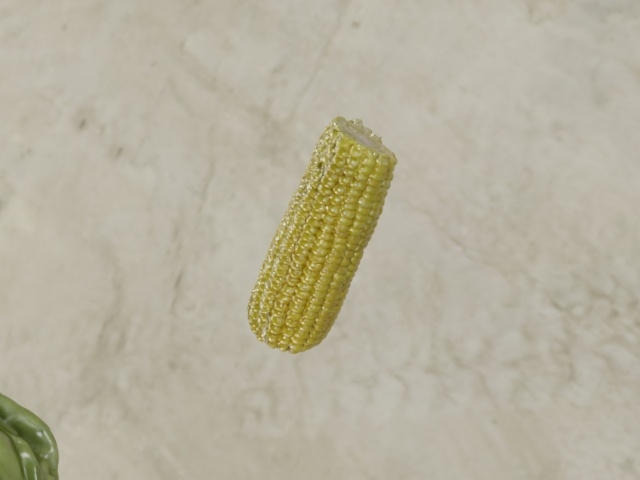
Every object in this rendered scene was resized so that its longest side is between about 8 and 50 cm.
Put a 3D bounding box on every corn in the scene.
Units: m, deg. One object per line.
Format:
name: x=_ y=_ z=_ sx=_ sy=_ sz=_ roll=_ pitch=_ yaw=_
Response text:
corn: x=0.000 y=0.000 z=1.289 sx=0.093 sy=0.093 sz=0.244 roll=48 pitch=124 yaw=47

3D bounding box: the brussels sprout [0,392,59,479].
brussels sprout: x=-0.486 y=0.301 z=1.458 sx=0.361 sy=0.342 sz=0.425 roll=52 pitch=136 yaw=28
